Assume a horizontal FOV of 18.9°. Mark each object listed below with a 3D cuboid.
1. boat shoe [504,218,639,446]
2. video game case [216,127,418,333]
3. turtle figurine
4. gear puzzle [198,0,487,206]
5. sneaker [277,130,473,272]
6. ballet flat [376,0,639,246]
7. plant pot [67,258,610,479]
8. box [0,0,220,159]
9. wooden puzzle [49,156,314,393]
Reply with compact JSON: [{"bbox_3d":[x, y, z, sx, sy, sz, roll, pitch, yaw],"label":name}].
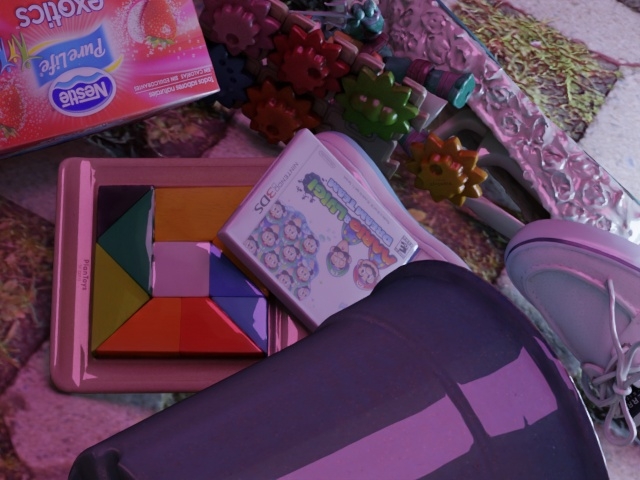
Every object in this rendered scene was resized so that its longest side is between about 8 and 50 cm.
[{"bbox_3d":[0.324,0.133,1.914,0.367,0.136,0.156,37,47,-7],"label":"boat shoe"},{"bbox_3d":[0.000,0.000,1.739,0.157,0.019,0.143,46,57,-14],"label":"video game case"},{"bbox_3d":[0.036,-0.180,2.000,0.234,0.175,0.118,32,33,13],"label":"turtle figurine"},{"bbox_3d":[0.011,-0.123,1.932,0.339,0.175,0.044,31,48,-1],"label":"gear puzzle"},{"bbox_3d":[0.015,0.048,1.828,0.208,0.127,0.319,-21,59,-37],"label":"sneaker"},{"bbox_3d":[0.175,-0.112,2.047,0.409,0.147,0.147,46,47,16],"label":"ballet flat"},{"bbox_3d":[-0.001,0.228,1.538,0.334,0.341,0.341,-21,63,-29],"label":"plant pot"},{"bbox_3d":[-0.269,-0.160,1.810,0.300,0.154,0.142,-19,93,-38],"label":"box"},{"bbox_3d":[-0.121,0.027,1.731,0.239,0.044,0.221,1,73,-3],"label":"wooden puzzle"}]
